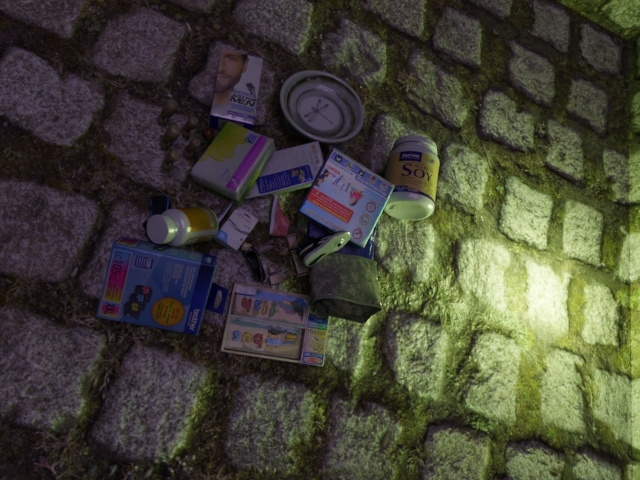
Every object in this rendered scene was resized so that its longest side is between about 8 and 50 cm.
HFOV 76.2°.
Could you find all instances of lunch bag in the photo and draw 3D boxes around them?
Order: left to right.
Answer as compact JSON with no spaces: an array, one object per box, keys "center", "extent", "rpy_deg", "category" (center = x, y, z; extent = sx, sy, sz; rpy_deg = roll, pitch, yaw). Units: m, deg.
[{"center":[0.080,0.179,1.629],"extent":[0.287,0.169,0.235],"rpy_deg":[16,48,-21],"category":"lunch bag"}]

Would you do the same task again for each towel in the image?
[{"center":[0.084,-0.012,1.749],"extent":[0.309,0.076,0.227],"rpy_deg":[10,83,-14],"category":"towel"}]

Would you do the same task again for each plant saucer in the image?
[{"center":[0.001,-0.592,1.870],"extent":[0.401,0.100,0.399],"rpy_deg":[7,66,-15],"category":"plant saucer"}]

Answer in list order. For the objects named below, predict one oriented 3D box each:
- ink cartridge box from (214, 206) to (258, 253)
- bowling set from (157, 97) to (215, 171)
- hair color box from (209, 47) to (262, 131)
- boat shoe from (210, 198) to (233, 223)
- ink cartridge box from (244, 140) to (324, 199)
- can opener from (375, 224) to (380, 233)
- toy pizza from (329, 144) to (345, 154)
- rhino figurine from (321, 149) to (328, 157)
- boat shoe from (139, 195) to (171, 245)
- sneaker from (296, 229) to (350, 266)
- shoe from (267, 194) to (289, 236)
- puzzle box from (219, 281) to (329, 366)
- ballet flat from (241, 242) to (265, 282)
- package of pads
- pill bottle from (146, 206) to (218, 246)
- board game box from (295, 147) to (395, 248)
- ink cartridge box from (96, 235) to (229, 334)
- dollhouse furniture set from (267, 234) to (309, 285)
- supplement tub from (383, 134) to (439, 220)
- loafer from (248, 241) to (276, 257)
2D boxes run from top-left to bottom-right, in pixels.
[{"center":[-0.333,-0.052,1.647],"extent":[0.104,0.060,0.180],"rpy_deg":[34,68,-7],"category":"ink cartridge box"},{"center":[-0.542,-0.403,1.648],"extent":[0.200,0.154,0.286],"rpy_deg":[7,71,-36],"category":"bowling set"},{"center":[-0.365,-0.643,1.772],"extent":[0.185,0.110,0.338],"rpy_deg":[8,72,-15],"category":"hair color box"},{"center":[-0.410,-0.113,1.635],"extent":[0.066,0.066,0.183],"rpy_deg":[32,68,-7],"category":"boat shoe"},{"center":[-0.162,-0.293,1.740],"extent":[0.371,0.069,0.175],"rpy_deg":[-15,80,-7],"category":"ink cartridge box"},{"center":[0.154,-0.129,1.822],"extent":[0.280,0.093,0.074],"rpy_deg":[44,68,-9],"category":"can opener"},{"center":[0.083,-0.335,1.826],"extent":[0.201,0.032,0.201],"rpy_deg":[41,40,-46],"category":"toy pizza"},{"center":[0.000,-0.284,1.812],"extent":[0.107,0.073,0.243],"rpy_deg":[-9,79,3],"category":"rhino figurine"},{"center":[-0.623,-0.049,1.541],"extent":[0.089,0.109,0.258],"rpy_deg":[3,58,-11],"category":"boat shoe"},{"center":[0.000,0.000,1.602],"extent":[0.217,0.079,0.121],"rpy_deg":[-32,48,-12],"category":"sneaker"},{"center":[-0.172,-0.101,1.717],"extent":[0.081,0.063,0.177],"rpy_deg":[8,79,-18],"category":"shoe"},{"center":[-0.168,0.332,1.605],"extent":[0.410,0.052,0.271],"rpy_deg":[12,73,-15],"category":"puzzle box"},{"center":[-0.263,0.086,1.622],"extent":[0.058,0.049,0.173],"rpy_deg":[-26,97,-5],"category":"ballet flat"},{"center":[-0.354,-0.322,1.654],"extent":[0.229,0.101,0.296],"rpy_deg":[24,70,11],"category":"package of pads"},{"center":[-0.499,-0.050,1.484],"extent":[0.136,0.136,0.246],"rpy_deg":[64,25,5],"category":"pill bottle"},{"center":[0.104,-0.169,1.680],"extent":[0.308,0.086,0.301],"rpy_deg":[30,80,-11],"category":"board game box"},{"center":[-0.527,0.162,1.427],"extent":[0.396,0.151,0.269],"rpy_deg":[14,99,-17],"category":"ink cartridge box"},{"center":[-0.146,0.073,1.654],"extent":[0.161,0.101,0.181],"rpy_deg":[-12,80,-21],"category":"dollhouse furniture set"},{"center":[0.411,-0.283,1.863],"extent":[0.241,0.241,0.330],"rpy_deg":[16,71,-14],"category":"supplement tub"},{"center":[-0.239,0.035,1.667],"extent":[0.125,0.039,0.045],"rpy_deg":[-24,85,-23],"category":"loafer"}]
